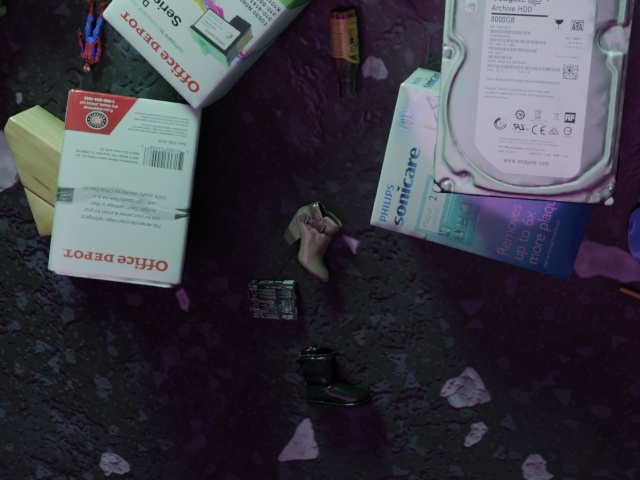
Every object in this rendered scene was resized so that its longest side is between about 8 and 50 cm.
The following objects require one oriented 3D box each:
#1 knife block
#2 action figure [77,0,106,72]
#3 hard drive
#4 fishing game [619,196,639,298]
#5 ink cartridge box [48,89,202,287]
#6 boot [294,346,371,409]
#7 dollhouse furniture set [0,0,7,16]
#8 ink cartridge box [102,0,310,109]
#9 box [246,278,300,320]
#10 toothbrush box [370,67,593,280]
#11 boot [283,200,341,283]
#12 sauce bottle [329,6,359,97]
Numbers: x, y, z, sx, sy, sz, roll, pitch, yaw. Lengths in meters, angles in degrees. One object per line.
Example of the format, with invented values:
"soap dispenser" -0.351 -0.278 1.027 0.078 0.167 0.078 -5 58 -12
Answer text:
"knife block" -0.355 -0.094 1.648 0.242 0.088 0.276 -8 108 19
"action figure" -0.359 -0.318 1.593 0.038 0.030 0.115 16 117 5
"hard drive" 0.272 -0.221 1.298 0.236 0.064 0.339 6 100 12
"fishing game" 0.530 -0.010 1.435 0.189 0.041 0.264 26 116 3
"ink cartridge box" -0.292 -0.074 1.540 0.197 0.114 0.273 7 88 -6
"boot" 0.021 0.226 1.686 0.121 0.045 0.099 -3 107 19
"dollhouse furniture set" -0.582 -0.555 1.438 0.394 0.256 0.362 40 117 -1
"ink cartridge box" -0.146 -0.356 1.460 0.201 0.117 0.278 45 117 -4
"box" -0.077 0.098 1.677 0.083 0.018 0.067 0 111 17
"toothbrush box" 0.241 -0.099 1.440 0.295 0.126 0.216 17 114 11
"boot" 0.000 0.000 1.602 0.087 0.042 0.118 -39 97 24
"sauce bottle" 0.037 -0.273 1.481 0.042 0.042 0.128 2 114 17
